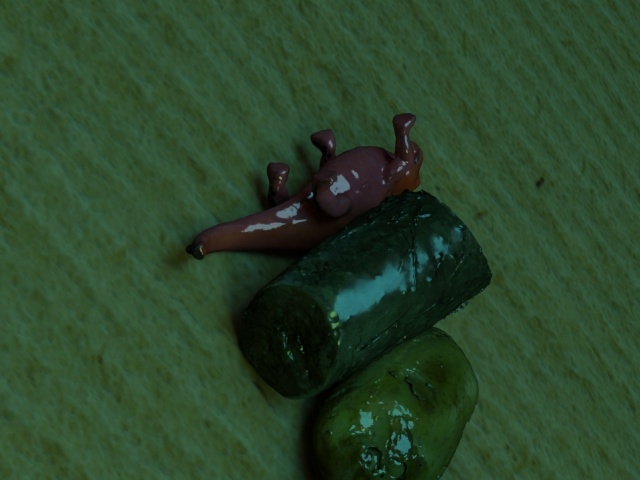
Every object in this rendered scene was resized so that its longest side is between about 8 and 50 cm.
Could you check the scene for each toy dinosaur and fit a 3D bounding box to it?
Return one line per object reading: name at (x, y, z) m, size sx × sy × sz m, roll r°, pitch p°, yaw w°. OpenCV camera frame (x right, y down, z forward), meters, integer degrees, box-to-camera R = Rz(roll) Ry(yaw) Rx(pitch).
toy dinosaur at (0.004, 0.005, 1.223) m, size 0.286 × 0.070 × 0.139 m, roll -36°, pitch 122°, yaw -45°

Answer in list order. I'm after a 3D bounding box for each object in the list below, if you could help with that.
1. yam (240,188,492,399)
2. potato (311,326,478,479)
yam at (0.034, 0.034, 1.155) m, size 0.183 × 0.107 × 0.107 m, roll -33°, pitch 96°, yaw -31°
potato at (0.057, 0.129, 1.183) m, size 0.170 × 0.080 × 0.107 m, roll -42°, pitch 115°, yaw -51°
